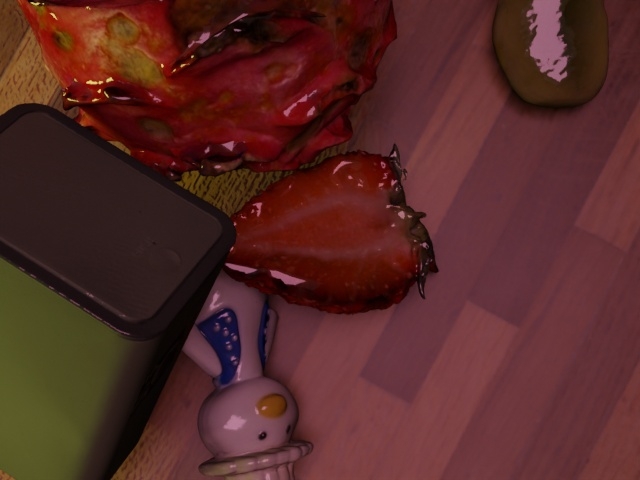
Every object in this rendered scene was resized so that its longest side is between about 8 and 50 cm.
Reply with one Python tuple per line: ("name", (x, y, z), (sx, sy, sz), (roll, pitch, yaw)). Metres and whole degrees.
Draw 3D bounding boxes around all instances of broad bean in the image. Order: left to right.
("broad bean", (0.242, -0.228, 1.076), (0.124, 0.082, 0.175), (4, 84, 0))

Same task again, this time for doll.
("doll", (-0.085, 0.130, 1.038), (0.119, 0.138, 0.293), (-17, 81, 37))

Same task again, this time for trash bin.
("trash bin", (-0.236, 0.078, 0.938), (0.223, 0.343, 0.158), (31, 48, 5))

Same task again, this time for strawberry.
("strawberry", (0.002, 0.015, 1.030), (0.228, 0.098, 0.174), (-26, 83, -24))

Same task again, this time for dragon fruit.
("dragon fruit", (-0.099, -0.186, 0.978), (0.386, 0.371, 0.249), (4, 120, 28))
